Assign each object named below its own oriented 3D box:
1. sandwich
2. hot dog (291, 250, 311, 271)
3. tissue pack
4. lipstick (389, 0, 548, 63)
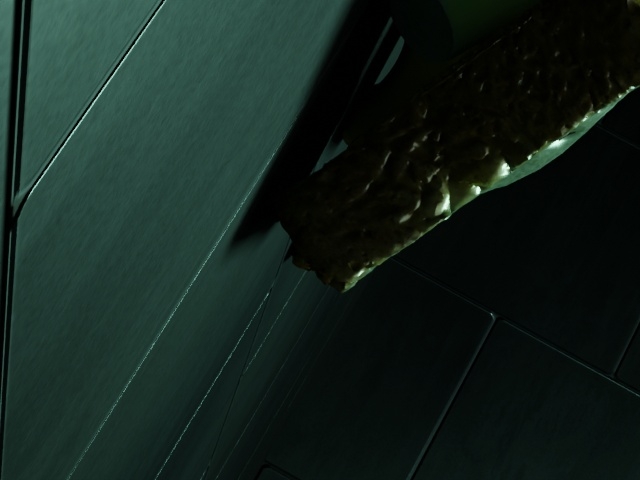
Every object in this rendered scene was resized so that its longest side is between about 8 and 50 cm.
[{"bbox_3d":[0.116,-0.080,1.430,0.301,0.099,0.271,-36,175,10],"label":"sandwich"},{"bbox_3d":[0.000,0.000,1.771,0.058,0.035,0.083,-62,176,11],"label":"hot dog"},{"bbox_3d":[0.109,-0.127,1.623,0.178,0.127,0.123,-62,173,6],"label":"tissue pack"},{"bbox_3d":[0.189,-0.228,1.463,0.304,0.076,0.076,-31,162,-26],"label":"lipstick"}]
